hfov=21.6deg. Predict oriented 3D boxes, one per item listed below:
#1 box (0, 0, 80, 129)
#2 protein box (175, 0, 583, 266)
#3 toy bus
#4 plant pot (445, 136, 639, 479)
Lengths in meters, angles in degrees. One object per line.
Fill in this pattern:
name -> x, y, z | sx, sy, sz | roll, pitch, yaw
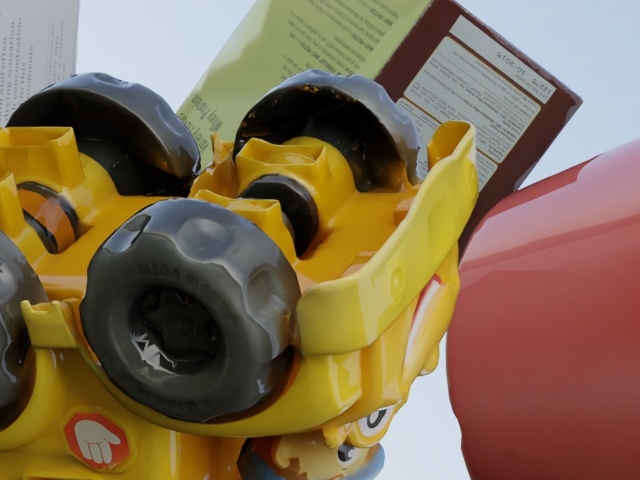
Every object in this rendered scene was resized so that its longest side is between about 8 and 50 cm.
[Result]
box -> -0.277, -0.054, 0.772 | 0.215, 0.168, 0.345 | 7, 7, 14
protein box -> 0.023, -0.074, 1.093 | 0.136, 0.201, 0.200 | 32, 8, -31
toy bus -> -0.052, 0.060, 0.582 | 0.220, 0.149, 0.211 | 0, -67, 24
plant pot -> 0.209, 0.053, 0.772 | 0.243, 0.275, 0.275 | -9, -57, 40
